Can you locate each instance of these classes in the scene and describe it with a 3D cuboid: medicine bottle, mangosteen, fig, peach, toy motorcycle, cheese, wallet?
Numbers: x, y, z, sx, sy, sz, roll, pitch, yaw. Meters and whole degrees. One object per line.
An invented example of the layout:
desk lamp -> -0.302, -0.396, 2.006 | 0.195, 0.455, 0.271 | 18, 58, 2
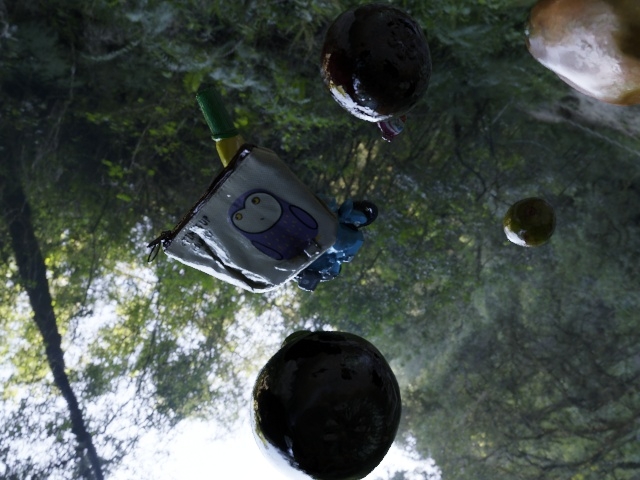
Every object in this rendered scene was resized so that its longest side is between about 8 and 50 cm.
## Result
medicine bottle -> -0.234, -0.247, 1.383 | 0.111, 0.076, 0.308 | -81, -33, -69
mangosteen -> 0.002, 0.316, 1.023 | 0.301, 0.300, 0.300 | 26, -150, -16
fig -> 0.596, -0.030, 1.516 | 0.186, 0.148, 0.142 | 63, -144, -37
peach -> 0.347, -0.255, 0.581 | 0.236, 0.214, 0.214 | -7, -144, 0
mangosteen -> 0.094, -0.328, 0.990 | 0.216, 0.216, 0.216 | 26, -150, -16
toy motorcycle -> 0.000, 0.000, 1.184 | 0.182, 0.272, 0.123 | 14, -141, -21
cheese -> 0.218, -0.418, 1.594 | 0.062, 0.244, 0.155 | 4, 171, 40
wallet -> -0.134, -0.013, 0.992 | 0.275, 0.335, 0.068 | 31, -145, -28
